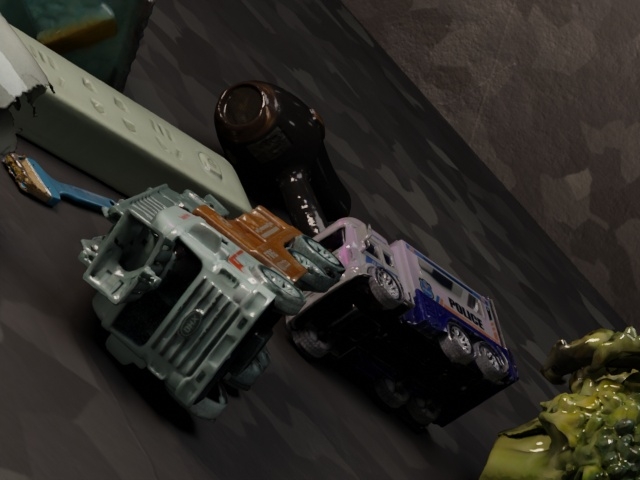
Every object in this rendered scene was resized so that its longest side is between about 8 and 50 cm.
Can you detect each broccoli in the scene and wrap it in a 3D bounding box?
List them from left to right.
[{"bbox_3d":[0.317,0.246,1.945,0.272,0.324,0.334,29,40,3],"label":"broccoli"}]

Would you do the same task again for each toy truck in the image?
[{"bbox_3d":[-0.105,0.033,1.598,0.184,0.133,0.338,38,10,4],"label":"toy truck"},{"bbox_3d":[0.076,0.076,1.974,0.268,0.124,0.155,35,30,-38],"label":"toy truck"}]

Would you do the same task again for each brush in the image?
[{"bbox_3d":[-0.225,-0.044,1.682,0.051,0.014,0.164,55,15,24],"label":"brush"}]

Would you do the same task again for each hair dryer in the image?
[{"bbox_3d":[0.000,0.000,2.149,0.304,0.120,0.359,52,14,-58],"label":"hair dryer"}]

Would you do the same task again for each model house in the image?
[{"bbox_3d":[-0.235,-0.261,1.913,0.280,0.230,0.249,-114,-178,-47],"label":"model house"}]

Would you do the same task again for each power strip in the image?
[{"bbox_3d":[-0.192,-0.095,1.820,0.385,0.062,0.091,31,24,-48],"label":"power strip"}]

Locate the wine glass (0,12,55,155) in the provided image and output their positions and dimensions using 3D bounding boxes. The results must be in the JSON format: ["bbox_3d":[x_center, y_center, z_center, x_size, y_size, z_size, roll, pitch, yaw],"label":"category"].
[{"bbox_3d":[-0.348,-0.193,1.462,0.321,0.143,0.143,50,14,8],"label":"wine glass"}]
